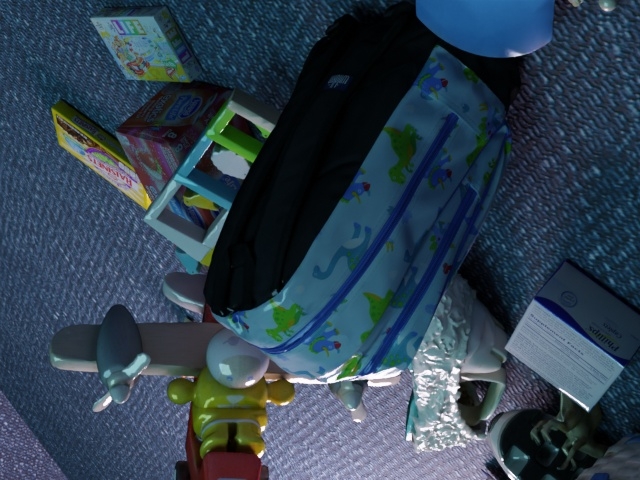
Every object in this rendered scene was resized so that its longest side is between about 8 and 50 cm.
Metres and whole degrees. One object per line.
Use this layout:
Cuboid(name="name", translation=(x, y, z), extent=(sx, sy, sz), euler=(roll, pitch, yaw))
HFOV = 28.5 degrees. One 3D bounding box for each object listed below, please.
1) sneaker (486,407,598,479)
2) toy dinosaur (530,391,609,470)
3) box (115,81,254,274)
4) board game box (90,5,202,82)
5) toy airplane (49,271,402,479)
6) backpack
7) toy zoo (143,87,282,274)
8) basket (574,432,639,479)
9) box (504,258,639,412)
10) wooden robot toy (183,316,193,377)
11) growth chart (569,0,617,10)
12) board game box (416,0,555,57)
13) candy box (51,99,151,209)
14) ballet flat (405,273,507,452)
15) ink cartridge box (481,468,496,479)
Cuboid(name="sneaker", translation=(0.353, 0.336, 1.660), extent=(0.330, 0.122, 0.146), euler=(45, 171, -3))
Cuboid(name="toy dinosaur", translation=(0.308, 0.222, 1.563), extent=(0.183, 0.093, 0.053), euler=(64, 163, -18))
Cuboid(name="box", translation=(-0.155, -0.080, 1.726), extent=(0.123, 0.128, 0.257), euler=(18, 143, 41))
Cuboid(name="board game box", translation=(-0.234, -0.263, 1.686), extent=(0.154, 0.026, 0.103), euler=(10, 137, 48))
Cuboid(name="toy airplane", translation=(-0.125, 0.169, 1.784), extent=(0.384, 0.386, 0.272), euler=(46, 156, 9))
Cuboid(name="backpack", translation=(0.033, -0.033, 1.283), extent=(0.273, 0.355, 0.290), euler=(51, 153, -24))
Cuboid(name="toy zoo", translation=(-0.098, -0.048, 1.609), extent=(0.192, 0.030, 0.293), euler=(29, 132, -15))
Cuboid(name="basket", translation=(0.375, 0.375, 1.463), extent=(0.255, 0.289, 0.201), euler=(48, 155, -14))
Cuboid(name="box", translation=(0.294, 0.111, 1.440), extent=(0.126, 0.072, 0.137), euler=(38, 153, 13))
Cuboid(name="wooden robot toy", translation=(-0.232, 0.227, 2.325), extent=(0.076, 0.079, 0.173), euler=(15, 141, 44))
Cuboid(name="growth chart", translation=(0.145, -0.279, 1.146), extent=(0.237, 0.021, 0.172), euler=(10, 137, 48))
Cuboid(name="board game box", translation=(0.151, -0.242, 1.126), extent=(0.133, 0.033, 0.168), euler=(16, 139, 21))
Cuboid(name="candy box", translation=(-0.346, -0.135, 2.022), extent=(0.206, 0.027, 0.105), euler=(36, 155, 17))
Cuboid(name="ballet flat", translation=(0.178, 0.151, 1.633), extent=(0.147, 0.147, 0.409), euler=(32, 154, 22))
Cuboid(name="ink cartridge box", translation=(0.302, 0.424, 1.739), extent=(0.176, 0.069, 0.371), euler=(45, 179, -2))
